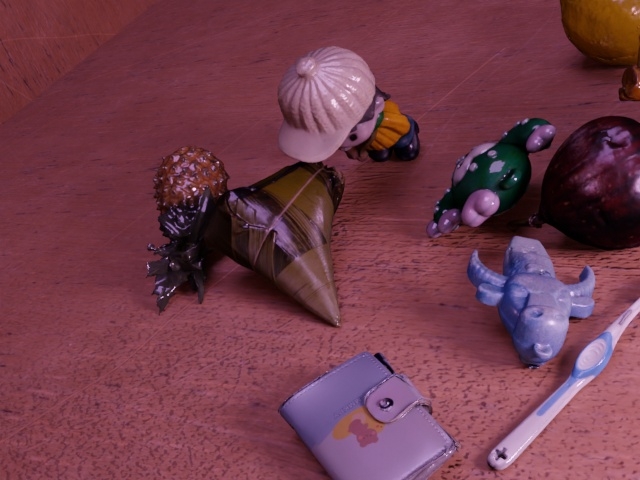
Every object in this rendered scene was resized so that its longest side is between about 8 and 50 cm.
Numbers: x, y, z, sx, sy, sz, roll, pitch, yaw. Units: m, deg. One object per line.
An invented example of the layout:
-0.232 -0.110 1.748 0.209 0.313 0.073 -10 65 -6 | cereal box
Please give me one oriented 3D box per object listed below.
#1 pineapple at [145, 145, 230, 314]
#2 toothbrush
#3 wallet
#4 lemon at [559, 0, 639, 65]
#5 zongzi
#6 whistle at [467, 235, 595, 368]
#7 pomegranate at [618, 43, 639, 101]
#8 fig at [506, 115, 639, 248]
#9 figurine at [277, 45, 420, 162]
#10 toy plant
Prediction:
-0.247 -0.027 1.678 0.166 0.165 0.364 -17 41 9 | pineapple
0.344 0.157 1.126 0.386 0.040 0.040 -38 35 -23 | toothbrush
0.065 0.248 1.140 0.170 0.069 0.231 -34 40 -10 | wallet
0.590 -0.443 1.708 0.260 0.204 0.204 25 54 34 | lemon
0.000 0.000 1.528 0.317 0.154 0.289 40 47 21 | zongzi
0.298 0.075 1.226 0.180 0.093 0.269 7 36 1 | whistle
0.596 -0.245 1.252 0.307 0.307 0.307 -16 33 11 | pomegranate
0.396 -0.068 1.303 0.249 0.186 0.203 -25 50 11 | fig
0.058 -0.247 1.623 0.185 0.204 0.332 -2 3 35 | figurine
0.278 -0.102 1.441 0.232 0.112 0.243 -52 10 -22 | toy plant
